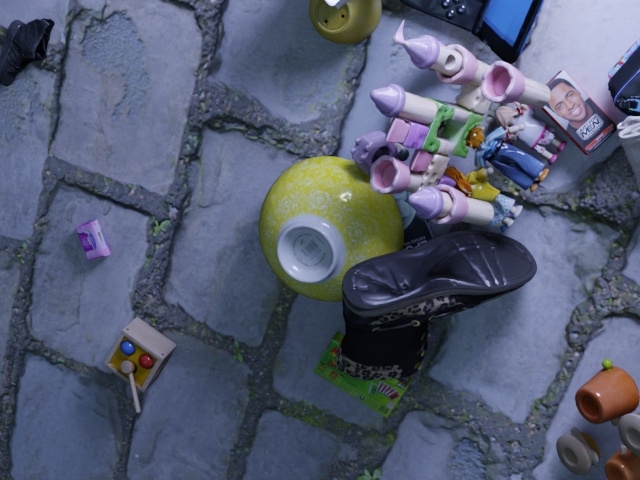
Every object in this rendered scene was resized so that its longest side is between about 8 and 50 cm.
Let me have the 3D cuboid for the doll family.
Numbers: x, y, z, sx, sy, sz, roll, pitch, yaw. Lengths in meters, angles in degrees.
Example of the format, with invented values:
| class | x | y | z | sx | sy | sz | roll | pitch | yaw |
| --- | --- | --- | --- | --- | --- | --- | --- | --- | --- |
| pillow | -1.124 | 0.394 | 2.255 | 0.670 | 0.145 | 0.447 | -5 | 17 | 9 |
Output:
| class | x | y | z | sx | sy | sz | roll | pitch | yaw |
| --- | --- | --- | --- | --- | --- | --- | --- | --- | --- |
| doll family | 0.310 | -0.128 | 1.787 | 0.163 | 0.118 | 0.263 | 33 | 116 | 4 |

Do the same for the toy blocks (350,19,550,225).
| class | x | y | z | sx | sy | sz | roll | pitch | yaw |
| --- | --- | --- | --- | --- | --- | --- | --- | --- | --- |
| toy blocks | 0.156 | -0.205 | 1.667 | 0.309 | 0.260 | 0.288 | 38 | 111 | 44 |

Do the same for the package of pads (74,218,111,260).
| class | x | y | z | sx | sy | sz | roll | pitch | yaw |
| --- | --- | --- | --- | --- | --- | --- | --- | --- | --- |
| package of pads | -0.489 | 0.000 | 2.145 | 0.050 | 0.032 | 0.083 | -14 | 105 | 21 |

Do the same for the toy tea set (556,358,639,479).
| class | x | y | z | sx | sy | sz | roll | pitch | yaw |
| --- | --- | --- | --- | --- | --- | --- | --- | --- | --- |
| toy tea set | 0.568 | 0.388 | 1.905 | 0.200 | 0.124 | 0.336 | 45 | 143 | 36 |

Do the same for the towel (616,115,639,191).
| class | x | y | z | sx | sy | sz | roll | pitch | yaw |
| --- | --- | --- | --- | --- | --- | --- | --- | --- | --- |
| towel | 0.617 | -0.124 | 1.665 | 0.187 | 0.049 | 0.282 | -13 | 137 | 23 |

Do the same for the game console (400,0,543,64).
| class | x | y | z | sx | sy | sz | roll | pitch | yaw |
| --- | --- | --- | --- | --- | --- | --- | --- | --- | --- |
| game console | 0.270 | -0.478 | 1.640 | 0.250 | 0.173 | 0.293 | 24 | 115 | 8 |

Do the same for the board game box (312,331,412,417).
| class | x | y | z | sx | sy | sz | roll | pitch | yaw |
| --- | --- | --- | --- | --- | --- | --- | --- | --- | --- |
| board game box | 0.086 | 0.276 | 2.054 | 0.181 | 0.043 | 0.092 | 32 | 116 | 4 |

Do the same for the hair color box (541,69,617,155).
| class | x | y | z | sx | sy | sz | roll | pitch | yaw |
| --- | --- | --- | --- | --- | --- | --- | --- | --- | --- |
| hair color box | 0.444 | -0.222 | 1.742 | 0.141 | 0.043 | 0.072 | 45 | 99 | -2 |

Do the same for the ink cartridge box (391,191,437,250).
| class | x | y | z | sx | sy | sz | roll | pitch | yaw |
| --- | --- | --- | --- | --- | --- | --- | --- | --- | --- |
| ink cartridge box | 0.123 | 0.006 | 1.941 | 0.206 | 0.045 | 0.208 | -20 | 104 | 23 |

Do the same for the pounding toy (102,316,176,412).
| class | x | y | z | sx | sy | sz | roll | pitch | yaw |
| --- | --- | --- | --- | --- | --- | --- | --- | --- | --- |
| pounding toy | -0.399 | 0.272 | 2.179 | 0.130 | 0.100 | 0.141 | 35 | 116 | 4 |

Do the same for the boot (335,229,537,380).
| class | x | y | z | sx | sy | sz | roll | pitch | yaw |
| --- | --- | --- | --- | --- | --- | --- | --- | --- | --- |
| boot | 0.203 | 0.131 | 1.894 | 0.284 | 0.378 | 0.138 | 101 | 149 | -51 |

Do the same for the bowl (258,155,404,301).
| class | x | y | z | sx | sy | sz | roll | pitch | yaw |
| --- | --- | --- | --- | --- | --- | --- | --- | --- | --- |
| bowl | 0.000 | 0.000 | 1.869 | 0.290 | 0.156 | 0.289 | 7 | 111 | 18 |

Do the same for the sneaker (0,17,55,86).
| class | x | y | z | sx | sy | sz | roll | pitch | yaw |
| --- | --- | --- | --- | --- | --- | --- | --- | --- | --- |
| sneaker | -0.598 | -0.380 | 2.027 | 0.089 | 0.051 | 0.170 | 26 | 112 | 12 |

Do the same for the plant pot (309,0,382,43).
| class | x | y | z | sx | sy | sz | roll | pitch | yaw |
| --- | --- | --- | --- | --- | --- | --- | --- | --- | --- |
| plant pot | 0.033 | -0.412 | 1.785 | 0.134 | 0.095 | 0.134 | 6 | 111 | 16 |

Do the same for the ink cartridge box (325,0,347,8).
| class | x | y | z | sx | sy | sz | roll | pitch | yaw |
| --- | --- | --- | --- | --- | --- | --- | --- | --- | --- |
| ink cartridge box | 0.037 | -0.482 | 1.707 | 0.115 | 0.198 | 0.067 | 45 | 159 | -1 |

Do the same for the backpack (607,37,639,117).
| class | x | y | z | sx | sy | sz | roll | pitch | yaw |
| --- | --- | --- | --- | --- | --- | --- | --- | --- | --- |
| backpack | 0.586 | -0.254 | 1.652 | 0.173 | 0.117 | 0.158 | 29 | 118 | -13 |
